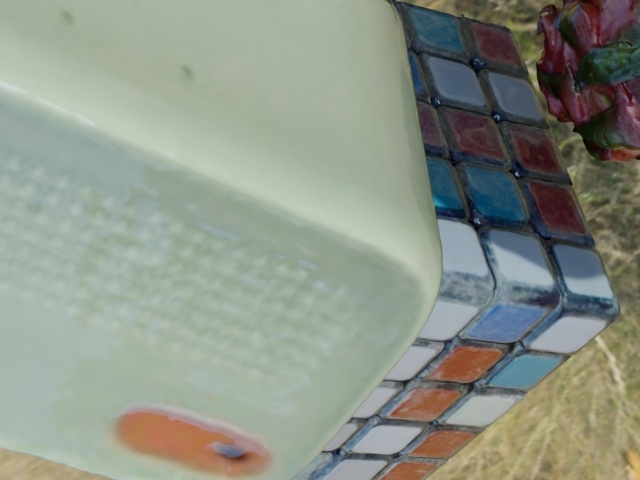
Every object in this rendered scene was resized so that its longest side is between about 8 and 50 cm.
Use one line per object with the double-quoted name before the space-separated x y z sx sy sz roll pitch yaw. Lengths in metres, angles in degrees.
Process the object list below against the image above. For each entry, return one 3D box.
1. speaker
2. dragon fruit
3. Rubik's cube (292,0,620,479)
"speaker" -0.155 -0.058 0.394 0.183 0.406 0.184 -55 26 29
"dragon fruit" 0.229 -0.124 0.676 0.172 0.160 0.167 15 85 47
"Rubik's cube" 0.000 0.000 0.853 0.293 0.291 0.287 -51 40 42
